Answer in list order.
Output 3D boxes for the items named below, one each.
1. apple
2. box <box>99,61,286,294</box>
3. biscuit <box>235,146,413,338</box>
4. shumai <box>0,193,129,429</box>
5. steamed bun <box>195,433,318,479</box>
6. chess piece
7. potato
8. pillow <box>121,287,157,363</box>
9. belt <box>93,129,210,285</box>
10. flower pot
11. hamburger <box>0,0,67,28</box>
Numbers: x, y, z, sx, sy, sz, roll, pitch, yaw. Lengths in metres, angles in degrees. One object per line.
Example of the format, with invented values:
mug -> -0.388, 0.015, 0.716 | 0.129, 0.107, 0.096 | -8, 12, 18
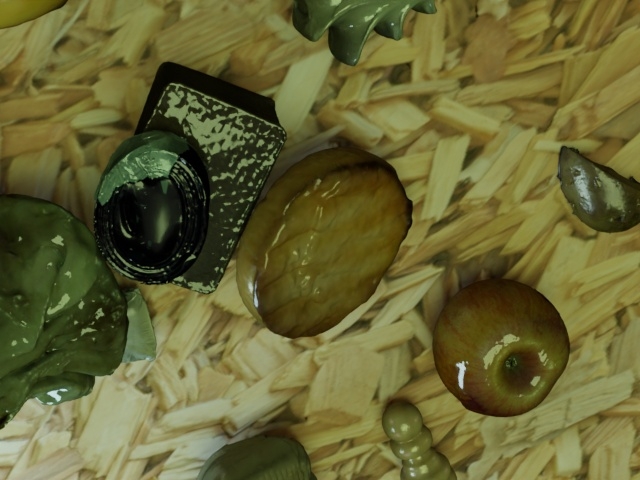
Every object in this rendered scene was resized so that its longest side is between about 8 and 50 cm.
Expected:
apple -> 0.278, 0.165, 1.630 | 0.211, 0.188, 0.211 | -4, 112, -11
box -> -0.184, -0.090, 1.467 | 0.184, 0.143, 0.273 | 20, 109, -17
biscuit -> 0.000, 0.000, 1.507 | 0.296, 0.102, 0.296 | -29, 137, -31
shumai -> -0.426, 0.127, 1.380 | 0.309, 0.263, 0.304 | 31, 128, -3
steamed bun -> -0.116, 0.403, 1.694 | 0.218, 0.144, 0.211 | -27, 128, -31
chess piece -> 0.158, 0.342, 1.741 | 0.094, 0.094, 0.170 | -22, 110, 0
potato -> 0.430, -0.062, 1.610 | 0.172, 0.089, 0.100 | 27, 109, -20
pillow -> -0.366, 0.139, 1.585 | 0.229, 0.051, 0.128 | -7, 111, -4
belt -> -0.218, -0.045, 1.361 | 0.151, 0.078, 0.198 | 8, 116, -8
flower pot -> 0.017, -0.426, 1.345 | 0.254, 0.164, 0.367 | -37, 114, 1
hamburger -> -0.396, -0.430, 1.101 | 0.395, 0.396, 0.277 | 9, 151, -13
